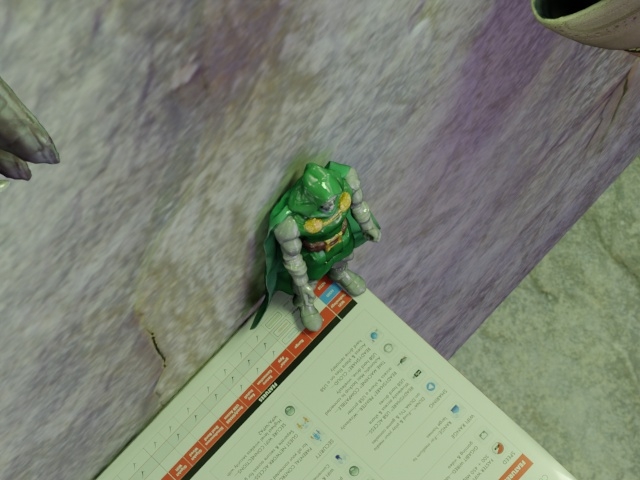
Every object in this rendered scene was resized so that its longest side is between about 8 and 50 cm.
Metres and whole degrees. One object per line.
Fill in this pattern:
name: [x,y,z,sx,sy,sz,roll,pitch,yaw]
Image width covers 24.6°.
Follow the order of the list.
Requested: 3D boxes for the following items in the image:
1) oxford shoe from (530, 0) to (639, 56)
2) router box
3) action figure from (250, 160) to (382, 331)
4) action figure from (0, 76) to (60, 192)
oxford shoe: [0.281,-0.290,0.994,0.146,0.140,0.397,-6,131,-43]
router box: [-0.004,0.228,1.218,0.335,0.301,0.082,-45,166,-7]
action figure: [0.000,0.000,1.110,0.137,0.063,0.232,-41,162,-13]
action figure: [-0.216,0.035,0.436,0.285,0.099,0.185,-40,174,-14]
